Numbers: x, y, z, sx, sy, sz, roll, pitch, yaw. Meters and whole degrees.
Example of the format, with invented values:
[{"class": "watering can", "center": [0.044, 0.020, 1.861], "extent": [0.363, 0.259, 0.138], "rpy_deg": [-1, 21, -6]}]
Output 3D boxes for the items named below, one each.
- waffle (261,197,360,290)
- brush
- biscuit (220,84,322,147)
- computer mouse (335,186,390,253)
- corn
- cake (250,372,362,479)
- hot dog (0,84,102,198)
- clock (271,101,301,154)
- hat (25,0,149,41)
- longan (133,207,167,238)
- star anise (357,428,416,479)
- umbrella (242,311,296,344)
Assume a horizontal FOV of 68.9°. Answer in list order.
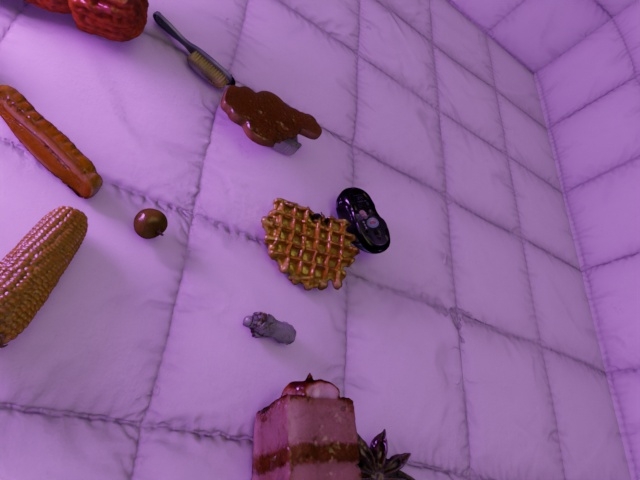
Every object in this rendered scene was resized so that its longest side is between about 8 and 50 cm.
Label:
[{"class": "waffle", "center": [-0.026, 0.003, 1.325], "extent": [0.283, 0.065, 0.309], "rpy_deg": [-34, 94, -32]}, {"class": "brush", "center": [-0.381, -0.542, 1.363], "extent": [0.297, 0.068, 0.060], "rpy_deg": [40, 70, -9]}, {"class": "biscuit", "center": [-0.138, -0.355, 1.373], "extent": [0.319, 0.047, 0.184], "rpy_deg": [-2, 71, -34]}, {"class": "computer mouse", "center": [0.128, -0.056, 1.478], "extent": [0.137, 0.096, 0.233], "rpy_deg": [-7, 67, -47]}, {"class": "corn", "center": [-0.546, 0.058, 0.883], "extent": [0.106, 0.106, 0.305], "rpy_deg": [34, 46, -20]}, {"class": "cake", "center": [-0.041, 0.445, 1.018], "extent": [0.196, 0.198, 0.293], "rpy_deg": [13, 56, -27]}, {"class": "hot dog", "center": [-0.587, -0.213, 1.010], "extent": [0.289, 0.083, 0.068], "rpy_deg": [49, 28, -8]}, {"class": "clock", "center": [-0.129, -0.371, 1.461], "extent": [0.151, 0.062, 0.191], "rpy_deg": [19, 56, -30]}, {"class": "hat", "center": [-0.630, -0.635, 1.137], "extent": [0.400, 0.285, 0.285], "rpy_deg": [-3, 67, -10]}, {"class": "longan", "center": [-0.387, -0.035, 1.070], "extent": [0.075, 0.075, 0.083], "rpy_deg": [-21, 53, -43]}, {"class": "star anise", "center": [0.151, 0.593, 1.161], "extent": [0.262, 0.081, 0.230], "rpy_deg": [22, 54, -15]}, {"class": "umbrella", "center": [-0.127, 0.217, 1.160], "extent": [0.143, 0.062, 0.067], "rpy_deg": [24, 85, -28]}]
